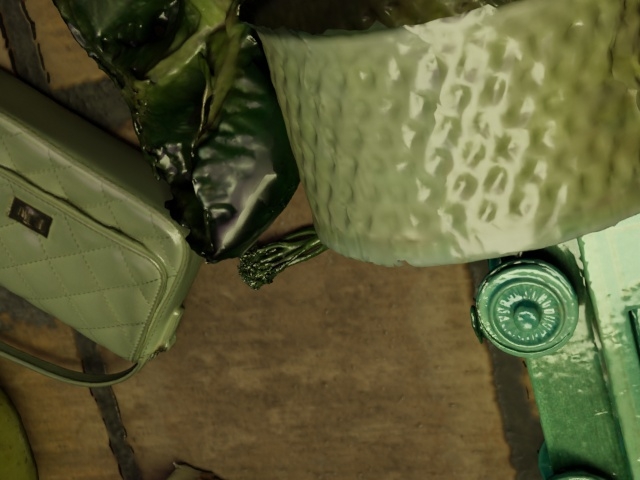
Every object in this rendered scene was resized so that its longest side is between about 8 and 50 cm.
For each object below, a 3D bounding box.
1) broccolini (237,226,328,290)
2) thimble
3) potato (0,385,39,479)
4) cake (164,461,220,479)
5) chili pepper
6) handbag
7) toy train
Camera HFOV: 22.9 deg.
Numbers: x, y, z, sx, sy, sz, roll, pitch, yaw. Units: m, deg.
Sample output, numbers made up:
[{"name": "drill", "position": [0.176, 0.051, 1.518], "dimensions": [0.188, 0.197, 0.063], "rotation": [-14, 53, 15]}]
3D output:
[{"name": "broccolini", "position": [0.000, 0.000, 1.156], "dimensions": [0.140, 0.035, 0.030], "rotation": [-24, 106, 22]}, {"name": "thimble", "position": [0.097, -0.103, 0.960], "dimensions": [0.271, 0.271, 0.150], "rotation": [-9, 110, 20]}, {"name": "potato", "position": [-0.299, 0.203, 1.288], "dimensions": [0.149, 0.113, 0.251], "rotation": [8, 104, 22]}, {"name": "cake", "position": [-0.094, 0.267, 1.238], "dimensions": [0.147, 0.135, 0.134], "rotation": [34, 117, 7]}, {"name": "chili pepper", "position": [-0.085, -0.112, 1.083], "dimensions": [0.148, 0.116, 0.264], "rotation": [-30, 76, 16]}, {"name": "handbag", "position": [-0.219, 0.007, 1.204], "dimensions": [0.256, 0.079, 0.219], "rotation": [30, 120, 6]}, {"name": "toy train", "position": [0.220, 0.092, 1.082], "dimensions": [0.194, 0.120, 0.298], "rotation": [-11, 107, 15]}]
